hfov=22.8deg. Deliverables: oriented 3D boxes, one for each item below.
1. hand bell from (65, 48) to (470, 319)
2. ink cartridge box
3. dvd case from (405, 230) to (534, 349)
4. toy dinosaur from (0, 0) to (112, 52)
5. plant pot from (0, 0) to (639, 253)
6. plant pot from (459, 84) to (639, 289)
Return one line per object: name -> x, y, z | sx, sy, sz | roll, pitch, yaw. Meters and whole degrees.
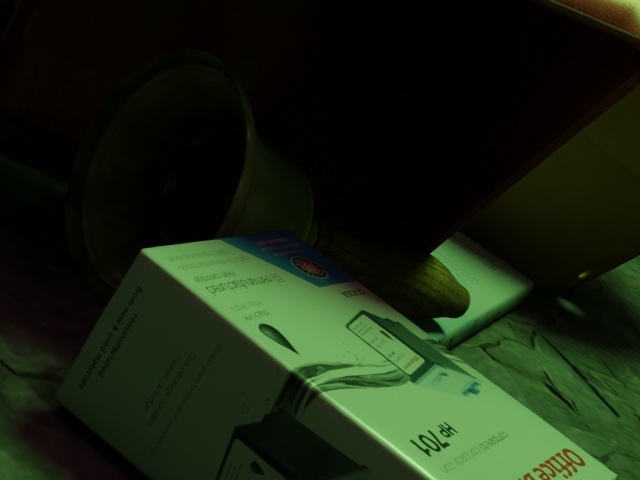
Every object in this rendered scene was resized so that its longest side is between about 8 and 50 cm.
hand bell -> 0.000, 0.000, 0.831 | 0.242, 0.126, 0.126 | 22, 18, -44
ink cartridge box -> 0.010, 0.083, 0.655 | 0.190, 0.082, 0.139 | 35, 17, 18
dvd case -> 0.032, 0.002, 1.025 | 0.180, 0.022, 0.253 | 35, 18, 14
toy dinosaur -> -0.081, -0.150, 1.048 | 0.218, 0.164, 0.322 | 9, 33, 14
plant pot -> 0.006, -0.176, 0.832 | 0.267, 0.267, 0.236 | 21, 60, -16
plant pot -> 0.195, -0.101, 1.202 | 0.291, 0.203, 0.291 | 30, 33, -23
